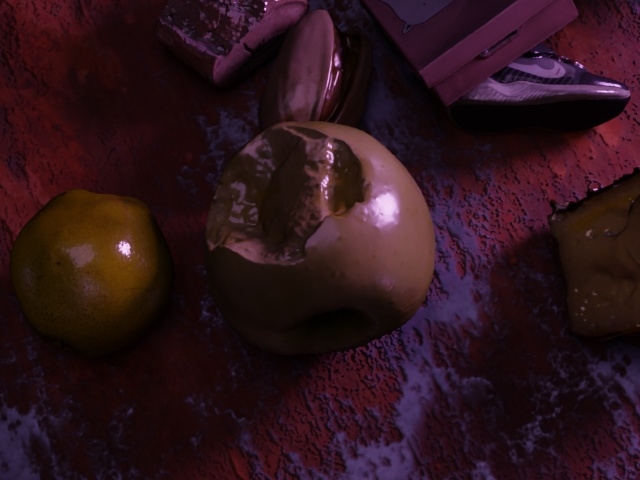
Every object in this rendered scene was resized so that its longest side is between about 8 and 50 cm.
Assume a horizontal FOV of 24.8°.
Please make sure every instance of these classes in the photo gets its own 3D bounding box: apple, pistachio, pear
[{"bbox_3d":[0.000,0.000,1.670,0.279,0.279,0.279,-2,70,5],"label":"apple"},{"bbox_3d":[-0.008,-0.188,1.812,0.129,0.131,0.206,31,62,-32],"label":"pistachio"},{"bbox_3d":[-0.266,0.036,1.712,0.198,0.198,0.198,-2,70,5],"label":"pear"}]

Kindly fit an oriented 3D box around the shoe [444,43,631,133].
[{"bbox_3d":[0.265,-0.198,1.800,0.227,0.099,0.112,-3,64,6],"label":"shoe"}]

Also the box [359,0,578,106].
[{"bbox_3d":[0.179,-0.297,1.786,0.215,0.086,0.215,-36,46,5],"label":"box"}]

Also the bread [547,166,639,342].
[{"bbox_3d":[0.400,0.016,1.674,0.262,0.163,0.204,-22,64,42],"label":"bread"}]

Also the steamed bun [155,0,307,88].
[{"bbox_3d":[-0.119,-0.291,1.859,0.145,0.106,0.175,42,81,17],"label":"steamed bun"}]
